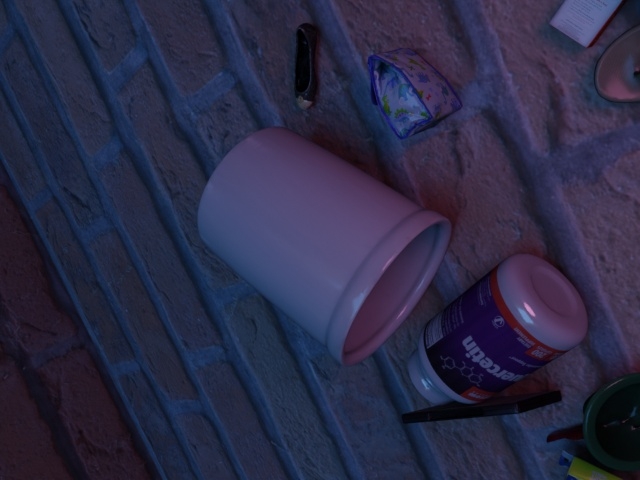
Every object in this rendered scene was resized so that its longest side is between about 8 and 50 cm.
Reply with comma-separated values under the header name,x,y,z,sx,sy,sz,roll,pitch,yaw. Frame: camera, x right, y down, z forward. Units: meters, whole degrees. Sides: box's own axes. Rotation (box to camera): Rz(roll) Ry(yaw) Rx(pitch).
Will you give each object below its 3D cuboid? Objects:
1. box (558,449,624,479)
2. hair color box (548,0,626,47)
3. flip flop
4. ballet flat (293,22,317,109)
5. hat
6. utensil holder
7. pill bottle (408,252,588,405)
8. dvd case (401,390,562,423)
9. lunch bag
name,x,y,z,sx,sy,sz,roll,pitch,yaw
box,0.526,0.460,1.054,0.178,0.042,0.109,22,154,29
hair color box,0.405,-0.358,0.821,0.072,0.043,0.141,42,130,15
flip flop,0.511,-0.249,0.760,0.277,0.080,0.112,1,109,38
ballet flat,-0.037,-0.352,1.165,0.058,0.049,0.173,19,120,32
hat,0.514,0.298,1.038,0.209,0.183,0.172,-24,97,2
utensil holder,0.000,0.000,1.112,0.386,0.328,0.327,34,127,25
pill bottle,0.304,0.178,1.041,0.181,0.181,0.323,48,131,11
dvd case,0.309,0.323,1.108,0.253,0.180,0.022,-22,70,42
lunch bag,0.155,-0.265,1.000,0.096,0.129,0.151,-30,90,41
